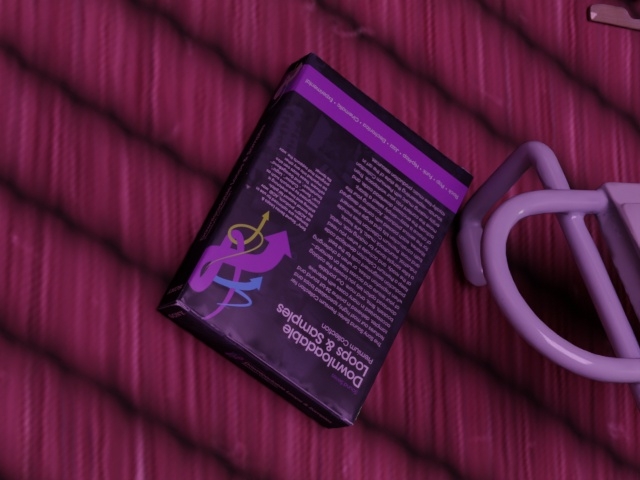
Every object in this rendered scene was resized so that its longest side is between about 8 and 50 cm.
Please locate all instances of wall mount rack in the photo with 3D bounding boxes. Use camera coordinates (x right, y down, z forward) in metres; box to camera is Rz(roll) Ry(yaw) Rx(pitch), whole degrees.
[{"bbox_3d":[0.219,0.093,0.985,0.350,0.130,0.304,2,56,-31],"label":"wall mount rack"}]

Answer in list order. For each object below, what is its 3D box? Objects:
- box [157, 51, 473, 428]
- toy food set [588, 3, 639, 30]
[{"bbox_3d":[0.000,0.000,0.970,0.116,0.029,0.162,37,62,-19],"label":"box"},{"bbox_3d":[0.186,-0.189,1.126,0.078,0.019,0.122,6,77,-30],"label":"toy food set"}]
